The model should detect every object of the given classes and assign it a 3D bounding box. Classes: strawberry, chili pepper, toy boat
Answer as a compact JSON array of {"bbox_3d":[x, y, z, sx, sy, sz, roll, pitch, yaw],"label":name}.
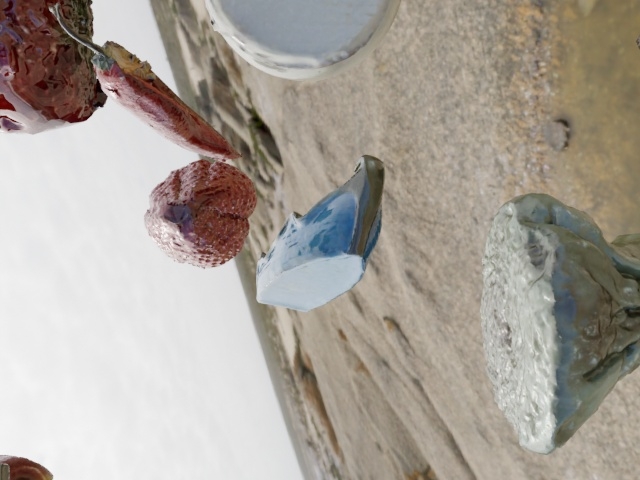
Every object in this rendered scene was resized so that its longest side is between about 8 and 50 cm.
[{"bbox_3d":[-0.273,-0.059,1.246,0.288,0.238,0.250,-51,-26,-80],"label":"strawberry"},{"bbox_3d":[-0.444,-0.280,0.800,0.274,0.220,0.274,-10,-90,-89],"label":"strawberry"},{"bbox_3d":[-0.167,-0.141,0.583,0.059,0.050,0.268,51,-174,33],"label":"chili pepper"},{"bbox_3d":[0.000,0.000,0.471,0.185,0.075,0.077,137,142,-58],"label":"toy boat"}]

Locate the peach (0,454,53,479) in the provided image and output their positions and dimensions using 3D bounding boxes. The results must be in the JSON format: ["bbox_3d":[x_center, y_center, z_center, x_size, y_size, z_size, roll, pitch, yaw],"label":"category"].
[{"bbox_3d":[-0.549,0.454,0.932,0.267,0.158,0.154,-55,13,33],"label":"peach"}]

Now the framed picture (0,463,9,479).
[{"bbox_3d":[-0.363,0.325,0.516,0.015,0.150,0.203,81,178,-67],"label":"framed picture"}]

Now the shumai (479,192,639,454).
[{"bbox_3d":[0.359,0.100,0.718,0.309,0.263,0.304,86,178,-56],"label":"shumai"}]

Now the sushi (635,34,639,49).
[{"bbox_3d":[0.370,-0.205,0.478,0.215,0.050,0.192,-70,1,-45],"label":"sushi"}]

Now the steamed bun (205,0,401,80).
[{"bbox_3d":[-0.029,-0.489,1.062,0.241,0.374,0.375,-65,-39,-76],"label":"steamed bun"}]
